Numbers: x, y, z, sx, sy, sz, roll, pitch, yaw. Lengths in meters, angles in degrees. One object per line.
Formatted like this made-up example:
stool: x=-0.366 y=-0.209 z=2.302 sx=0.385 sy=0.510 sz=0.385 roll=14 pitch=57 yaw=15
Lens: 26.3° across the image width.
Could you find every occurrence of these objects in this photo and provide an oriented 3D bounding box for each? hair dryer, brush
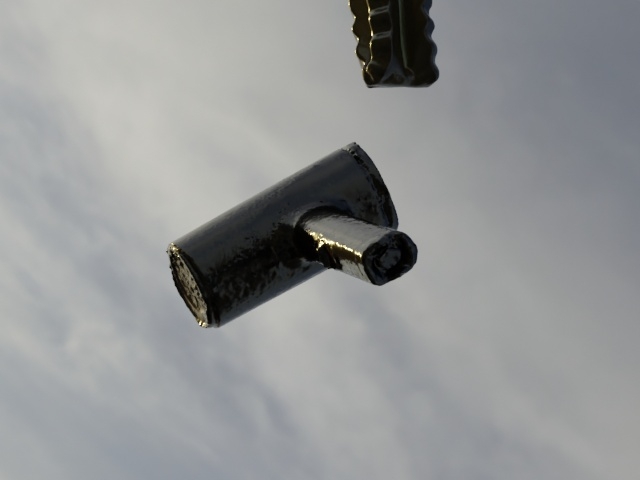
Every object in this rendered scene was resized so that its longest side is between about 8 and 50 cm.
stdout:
hair dryer: x=0.000 y=0.000 z=1.092 sx=0.251 sy=0.197 sz=0.089 roll=10 pitch=-54 yaw=67
brush: x=0.067 y=-0.296 z=1.382 sx=0.071 sy=0.084 sz=0.301 roll=-28 pitch=-116 yaw=61
